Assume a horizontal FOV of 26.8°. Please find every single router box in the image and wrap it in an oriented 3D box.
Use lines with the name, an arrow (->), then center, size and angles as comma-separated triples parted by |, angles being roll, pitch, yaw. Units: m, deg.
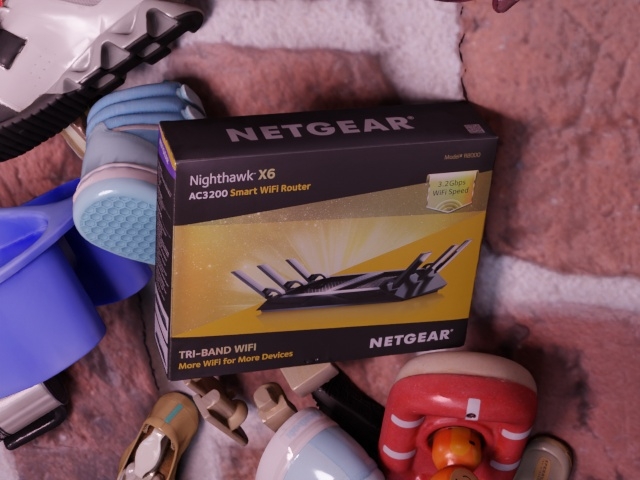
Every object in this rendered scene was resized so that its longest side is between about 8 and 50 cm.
router box -> 0.000, 0.000, 1.280 | 0.309, 0.081, 0.243 | -6, 123, -16

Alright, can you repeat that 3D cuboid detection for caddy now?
caddy -> -0.359, 0.047, 1.503 | 0.341, 0.241, 0.179 | -22, 112, 34

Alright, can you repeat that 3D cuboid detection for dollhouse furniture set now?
dollhouse furniture set -> -0.056, 0.152, 1.501 | 0.151, 0.144, 0.123 | -36, 144, 5

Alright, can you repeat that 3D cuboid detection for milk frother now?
milk frother -> -0.401, 0.184, 1.697 | 0.135, 0.129, 0.143 | -31, 69, 2

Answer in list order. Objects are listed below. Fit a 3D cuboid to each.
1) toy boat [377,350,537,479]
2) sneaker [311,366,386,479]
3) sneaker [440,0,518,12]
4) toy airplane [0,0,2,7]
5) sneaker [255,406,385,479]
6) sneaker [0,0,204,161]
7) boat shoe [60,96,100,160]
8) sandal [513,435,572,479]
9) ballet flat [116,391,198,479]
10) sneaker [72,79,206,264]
toy boat -> 0.138, 0.218, 1.363 | 0.151, 0.151, 0.231 | 6, 139, -1
sneaker -> 0.021, 0.208, 1.516 | 0.170, 0.051, 0.089 | 39, 125, -2
sneaker -> 0.085, -0.302, 1.160 | 0.281, 0.106, 0.162 | 43, 131, -2
toy airplane -> -0.385, -0.300, 1.445 | 0.151, 0.028, 0.151 | 14, 123, 22
sneaker -> 0.005, 0.351, 1.505 | 0.150, 0.135, 0.366 | 38, 148, 30
sneaker -> -0.291, -0.189, 1.357 | 0.330, 0.122, 0.146 | -34, 84, 0
boat shoe -> -0.286, -0.159, 1.458 | 0.072, 0.068, 0.190 | -13, 110, 49
sandal -> 0.231, 0.293, 1.460 | 0.072, 0.049, 0.180 | 17, 124, 18
ballet flat -> -0.217, 0.280, 1.666 | 0.080, 0.073, 0.232 | 30, 127, 9
sneaker -> -0.108, -0.058, 1.395 | 0.319, 0.208, 0.127 | 27, 129, -36
